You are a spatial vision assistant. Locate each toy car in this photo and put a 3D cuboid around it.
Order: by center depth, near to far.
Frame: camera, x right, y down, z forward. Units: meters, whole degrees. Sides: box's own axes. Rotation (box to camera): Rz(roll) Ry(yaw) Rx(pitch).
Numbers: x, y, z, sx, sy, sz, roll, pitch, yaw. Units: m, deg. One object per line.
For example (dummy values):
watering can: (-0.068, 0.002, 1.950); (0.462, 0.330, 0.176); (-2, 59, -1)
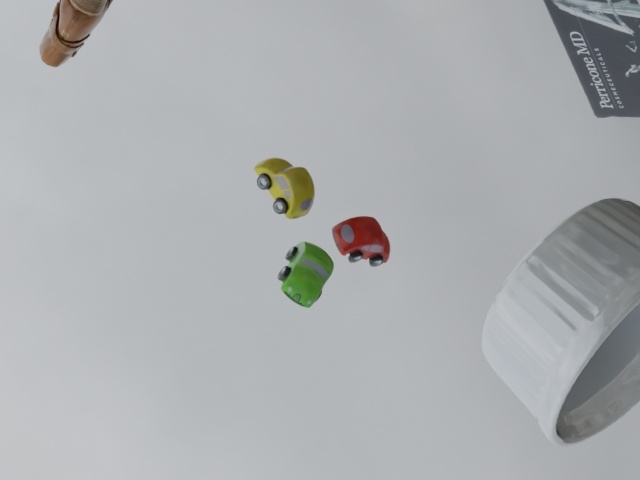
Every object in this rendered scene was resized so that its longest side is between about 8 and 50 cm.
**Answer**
toy car: (0.000, 0.000, 1.449); (0.239, 0.053, 0.225); (35, -142, -15)

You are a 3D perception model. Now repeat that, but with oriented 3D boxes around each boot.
boot: (-0.320, -0.326, 1.453); (0.073, 0.152, 0.197); (34, -154, -10)

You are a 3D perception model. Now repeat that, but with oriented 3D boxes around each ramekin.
ramekin: (0.311, 0.085, 1.196); (0.277, 0.277, 0.135); (1, -144, -50)

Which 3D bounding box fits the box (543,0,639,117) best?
box: (0.552, -0.422, 1.414); (0.297, 0.472, 0.480); (-57, -49, -24)
